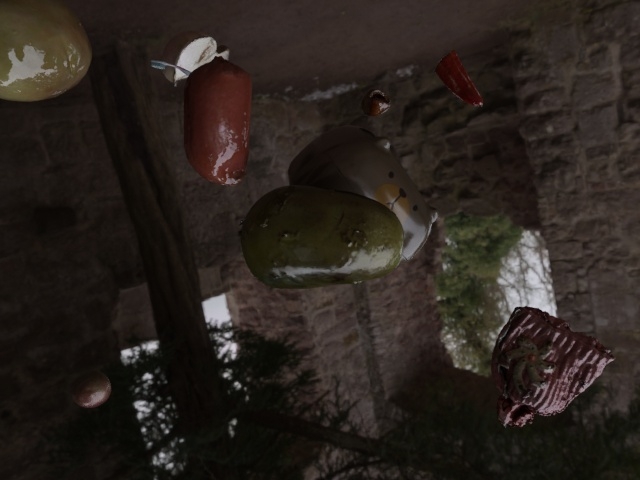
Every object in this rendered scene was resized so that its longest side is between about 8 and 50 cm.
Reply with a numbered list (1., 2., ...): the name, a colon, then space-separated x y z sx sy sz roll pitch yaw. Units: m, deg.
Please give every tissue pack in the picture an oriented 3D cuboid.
1. tissue pack: 0.115 -0.112 1.427 0.277 0.387 0.267 -35 -156 8

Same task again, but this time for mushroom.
1. mushroom: -0.452 -0.673 1.873 0.236 0.173 0.162 -29 152 -36

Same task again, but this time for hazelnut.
1. hazelnut: 0.155 -0.384 1.509 0.086 0.086 0.086 -11 -173 1

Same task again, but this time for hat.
1. hat: 0.488 0.308 1.222 0.237 0.286 0.107 29 -164 10

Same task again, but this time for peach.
1. peach: -0.500 0.326 1.180 0.083 0.083 0.083 -11 -173 1
2. peach: -0.657 -0.427 1.174 0.292 0.247 0.292 25 -175 -2

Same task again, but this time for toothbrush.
1. toothbrush: -0.412 -0.541 1.750 0.269 0.027 0.021 11 180 -17

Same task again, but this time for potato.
1. potato: -0.001 -0.008 1.182 0.359 0.219 0.270 -5 154 25

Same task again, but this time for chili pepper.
1. chili pepper: 0.386 -0.425 1.459 0.065 0.169 0.088 -28 163 -15

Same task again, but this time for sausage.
1. sausage: -0.205 -0.238 1.078 0.148 0.254 0.148 7 -172 -1
